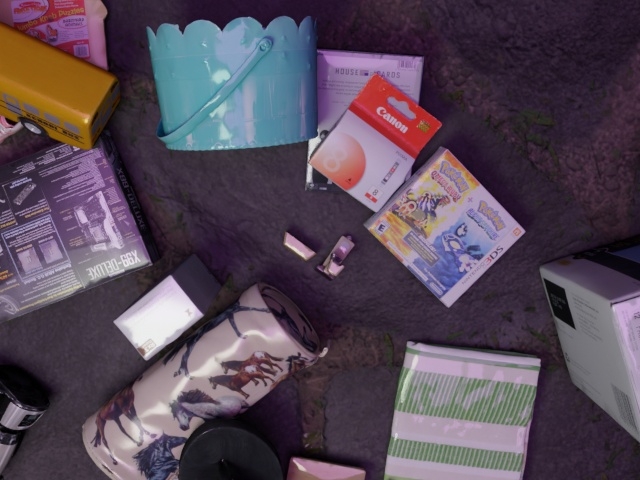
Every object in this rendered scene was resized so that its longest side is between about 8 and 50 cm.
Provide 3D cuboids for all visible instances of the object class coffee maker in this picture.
[{"bbox_3d":[-0.573,0.300,1.359,0.171,0.120,0.178,33,94,-3],"label":"coffee maker"}]

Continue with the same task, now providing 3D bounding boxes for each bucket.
[{"bbox_3d":[-0.129,-0.241,1.234,0.281,0.281,0.183,-4,101,0],"label":"bucket"}]

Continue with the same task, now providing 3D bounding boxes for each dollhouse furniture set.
[{"bbox_3d":[0.000,0.000,1.355,0.114,0.091,0.081,36,80,-1],"label":"dollhouse furniture set"}]

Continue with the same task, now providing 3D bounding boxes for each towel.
[{"bbox_3d":[0.245,0.346,1.409,0.248,0.038,0.324,7,98,1],"label":"towel"}]

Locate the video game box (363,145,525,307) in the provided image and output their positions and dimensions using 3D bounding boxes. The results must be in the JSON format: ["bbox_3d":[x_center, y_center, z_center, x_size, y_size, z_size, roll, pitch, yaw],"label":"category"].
[{"bbox_3d":[0.209,-0.021,1.347,0.205,0.048,0.187,43,92,-15],"label":"video game box"}]

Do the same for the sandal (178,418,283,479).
[{"bbox_3d":[-0.137,0.489,1.318,0.168,0.107,0.445,-5,116,-11],"label":"sandal"}]

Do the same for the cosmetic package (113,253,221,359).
[{"bbox_3d":[-0.237,0.099,1.281,0.117,0.231,0.085,-39,95,3],"label":"cosmetic package"}]

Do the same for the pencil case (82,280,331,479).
[{"bbox_3d":[-0.185,0.246,1.335,0.410,0.160,0.183,-39,107,4],"label":"pencil case"}]

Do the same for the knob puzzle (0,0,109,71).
[{"bbox_3d":[-0.446,-0.370,1.333,0.213,0.030,0.213,0,96,1],"label":"knob puzzle"}]

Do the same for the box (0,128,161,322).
[{"bbox_3d":[-0.457,-0.021,1.347,0.307,0.076,0.242,-22,96,2],"label":"box"}]

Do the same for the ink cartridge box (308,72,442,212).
[{"bbox_3d":[0.089,-0.155,1.300,0.145,0.045,0.179,35,111,-12],"label":"ink cartridge box"}]

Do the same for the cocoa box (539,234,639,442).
[{"bbox_3d":[0.517,0.132,1.228,0.228,0.347,0.231,-18,96,1],"label":"cocoa box"}]

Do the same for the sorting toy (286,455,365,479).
[{"bbox_3d":[0.011,0.449,1.412,0.274,0.046,0.132,10,96,0],"label":"sorting toy"}]

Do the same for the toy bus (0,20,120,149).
[{"bbox_3d":[-0.486,-0.261,1.248,0.333,0.130,0.108,25,70,-3],"label":"toy bus"}]

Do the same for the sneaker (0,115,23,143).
[{"bbox_3d":[-0.533,-0.193,1.332,0.134,0.070,0.051,-25,97,4],"label":"sneaker"}]

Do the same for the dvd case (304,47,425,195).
[{"bbox_3d":[0.070,-0.191,1.325,0.179,0.029,0.238,4,110,0],"label":"dvd case"}]
